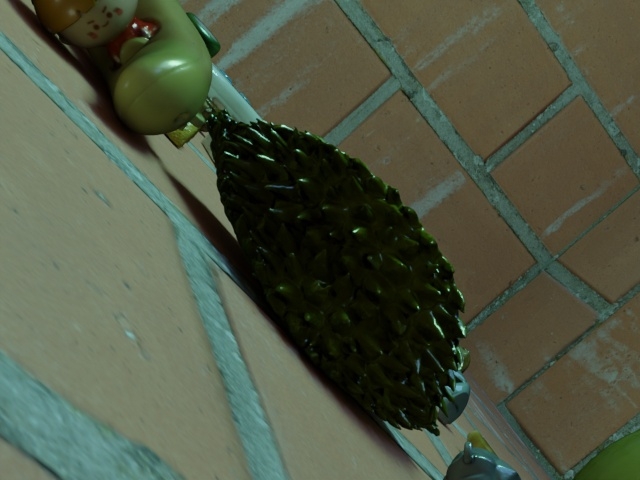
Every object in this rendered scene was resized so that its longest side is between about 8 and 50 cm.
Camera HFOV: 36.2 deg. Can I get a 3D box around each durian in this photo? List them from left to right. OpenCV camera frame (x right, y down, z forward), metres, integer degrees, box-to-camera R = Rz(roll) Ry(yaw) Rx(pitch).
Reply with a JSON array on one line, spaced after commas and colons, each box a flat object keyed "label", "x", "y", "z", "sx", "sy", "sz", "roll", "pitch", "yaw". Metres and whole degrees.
[{"label": "durian", "x": 0.013, "y": 0.013, "z": 0.964, "sx": 0.394, "sy": 0.163, "sz": 0.198, "roll": 49, "pitch": -1, "yaw": 15}]

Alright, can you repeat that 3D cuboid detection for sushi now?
[{"label": "sushi", "x": -0.203, "y": -0.222, "z": 1.606, "sx": 0.120, "sy": 0.052, "sz": 0.055, "roll": 51, "pitch": 21, "yaw": -19}]

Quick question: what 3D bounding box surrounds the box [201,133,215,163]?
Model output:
[{"label": "box", "x": -0.102, "y": -0.079, "z": 1.518, "sx": 0.198, "sy": 0.029, "sz": 0.109, "roll": 45, "pitch": 5, "yaw": -33}]

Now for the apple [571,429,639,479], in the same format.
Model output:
[{"label": "apple", "x": 0.322, "y": 0.306, "z": 0.835, "sx": 0.292, "sy": 0.254, "sz": 0.292, "roll": 50, "pitch": 1, "yaw": -1}]

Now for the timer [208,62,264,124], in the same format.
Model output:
[{"label": "timer", "x": -0.205, "y": -0.282, "z": 1.915, "sx": 0.262, "sy": 0.087, "sz": 0.237, "roll": 47, "pitch": 4, "yaw": -28}]

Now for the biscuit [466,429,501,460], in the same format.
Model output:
[{"label": "biscuit", "x": 0.323, "y": 0.412, "z": 1.419, "sx": 0.309, "sy": 0.040, "sz": 0.204, "roll": 46, "pitch": 4, "yaw": -33}]

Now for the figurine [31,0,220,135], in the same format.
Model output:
[{"label": "figurine", "x": -0.208, "y": -0.222, "z": 1.033, "sx": 0.222, "sy": 0.124, "sz": 0.324, "roll": 47, "pitch": 8, "yaw": -31}]

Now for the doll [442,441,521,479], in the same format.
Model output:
[{"label": "doll", "x": 0.159, "y": 0.253, "z": 0.906, "sx": 0.094, "sy": 0.079, "sz": 0.180, "roll": -80, "pitch": 148, "yaw": -54}]

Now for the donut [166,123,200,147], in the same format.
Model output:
[{"label": "donut", "x": -0.178, "y": -0.140, "z": 1.244, "sx": 0.038, "sy": 0.067, "sz": 0.083, "roll": 42, "pitch": -28, "yaw": -4}]

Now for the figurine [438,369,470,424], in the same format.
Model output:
[{"label": "figurine", "x": 0.187, "y": 0.232, "z": 1.512, "sx": 0.086, "sy": 0.082, "sz": 0.094, "roll": 29, "pitch": -22, "yaw": 44}]

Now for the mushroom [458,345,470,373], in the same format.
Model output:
[{"label": "mushroom", "x": 0.190, "y": 0.161, "z": 2.053, "sx": 0.351, "sy": 0.095, "sz": 0.122, "roll": 46, "pitch": 22, "yaw": -18}]
